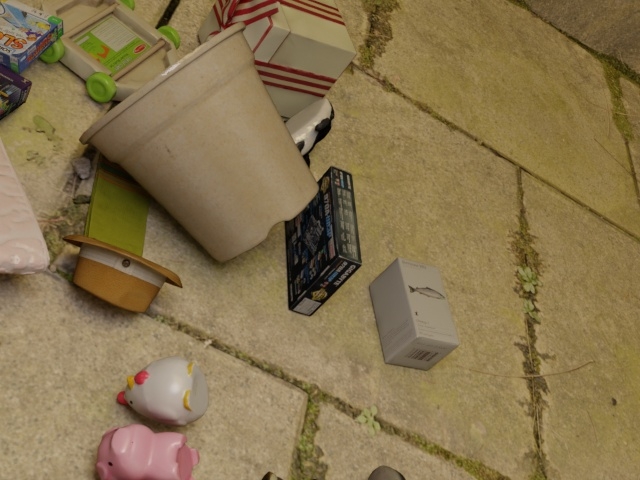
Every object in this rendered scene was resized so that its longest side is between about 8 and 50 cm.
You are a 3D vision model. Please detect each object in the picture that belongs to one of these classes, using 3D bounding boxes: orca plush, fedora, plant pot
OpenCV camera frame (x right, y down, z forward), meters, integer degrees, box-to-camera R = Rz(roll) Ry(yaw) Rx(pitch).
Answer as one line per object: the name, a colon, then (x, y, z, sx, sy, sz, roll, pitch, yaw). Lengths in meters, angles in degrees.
orca plush: (-0.038, -0.178, 1.663, 0.102, 0.151, 0.287, 62, 29, -26)
fedora: (-0.307, 0.057, 1.226, 0.194, 0.194, 0.079, 25, 79, -19)
plant pot: (-0.177, -0.144, 1.372, 0.305, 0.334, 0.334, 54, 38, -12)

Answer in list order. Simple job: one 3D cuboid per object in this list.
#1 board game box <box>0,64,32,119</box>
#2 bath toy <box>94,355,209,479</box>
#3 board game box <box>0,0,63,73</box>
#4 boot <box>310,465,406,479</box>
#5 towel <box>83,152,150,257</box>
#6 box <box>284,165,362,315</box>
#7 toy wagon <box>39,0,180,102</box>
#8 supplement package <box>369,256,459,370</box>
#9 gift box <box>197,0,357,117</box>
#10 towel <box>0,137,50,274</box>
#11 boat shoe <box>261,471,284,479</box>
board game box: (-0.578, -0.257, 1.308, 0.170, 0.048, 0.141, 28, 32, -6)
bath toy: (-0.240, 0.305, 1.062, 0.151, 0.129, 0.348, 68, 20, -45)
board game box: (-0.570, -0.372, 1.404, 0.201, 0.035, 0.136, 22, 48, 4)
boot: (0.039, 0.399, 1.194, 0.161, 0.083, 0.246, 47, 40, -18)
towel: (-0.339, -0.068, 1.385, 0.102, 0.021, 0.237, 19, 45, -24)
box: (0.000, 0.000, 1.475, 0.051, 0.175, 0.220, 19, 44, -26)
toy wagon: (-0.376, -0.354, 1.574, 0.344, 0.068, 0.267, 38, 41, -5)
supplement package: (0.176, 0.139, 1.544, 0.105, 0.105, 0.179, 13, 47, -29)
gift box: (-0.099, -0.415, 1.706, 0.258, 0.255, 0.276, 9, 44, -36)
towel: (-0.574, -0.068, 1.113, 0.332, 0.053, 0.317, 3, 38, -40)
boat shoe: (-0.067, 0.403, 1.156, 0.049, 0.056, 0.152, 22, 44, -15)
